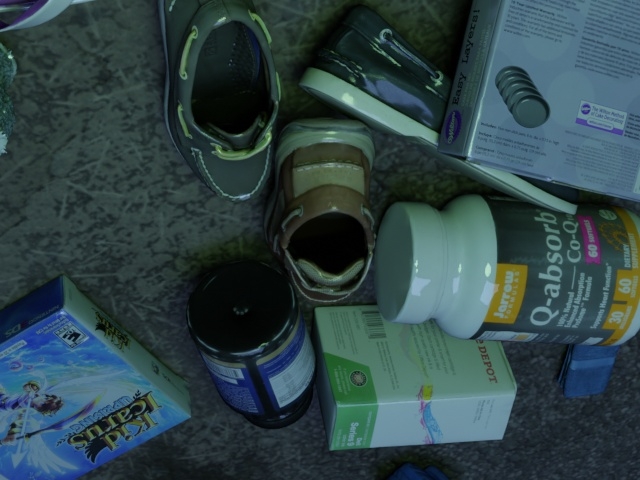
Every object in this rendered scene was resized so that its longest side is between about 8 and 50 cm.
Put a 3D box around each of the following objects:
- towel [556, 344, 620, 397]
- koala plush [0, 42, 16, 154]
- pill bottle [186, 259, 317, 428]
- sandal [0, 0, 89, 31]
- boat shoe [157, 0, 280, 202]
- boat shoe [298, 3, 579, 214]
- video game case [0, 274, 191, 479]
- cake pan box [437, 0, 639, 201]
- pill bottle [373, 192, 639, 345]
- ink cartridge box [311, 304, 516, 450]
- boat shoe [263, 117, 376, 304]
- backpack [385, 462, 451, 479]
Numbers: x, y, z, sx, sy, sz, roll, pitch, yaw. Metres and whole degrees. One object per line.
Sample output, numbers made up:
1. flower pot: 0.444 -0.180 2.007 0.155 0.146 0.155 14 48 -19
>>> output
1. towel: 0.344 0.150 1.672 0.067 0.029 0.119 -4 132 -9
2. koala plush: -0.374 -0.092 1.177 0.221 0.196 0.203 -19 124 10
3. pill bottle: -0.070 0.126 1.479 0.123 0.123 0.219 -14 147 0
4. sandal: -0.267 -0.242 1.112 0.416 0.102 0.169 -16 136 0
5. boat shoe: -0.092 -0.131 1.248 0.109 0.091 0.305 -17 143 -9
6. boat shoe: 0.142 -0.130 1.308 0.340 0.127 0.113 24 90 -22
7. video game case: -0.329 0.187 1.530 0.269 0.061 0.244 -29 133 14
8. cake pan box: 0.263 -0.170 1.247 0.267 0.070 0.245 10 96 -22
9. pill bottle: 0.210 0.032 1.440 0.278 0.162 0.162 3 131 -17
10. ink cartridge box: 0.104 0.155 1.535 0.212 0.154 0.093 -4 133 -10
11. boat shoe: 0.000 0.000 1.352 0.123 0.116 0.324 -4 153 1
12. backpack: 0.136 0.354 1.773 0.101 0.098 0.120 -45 133 -11
